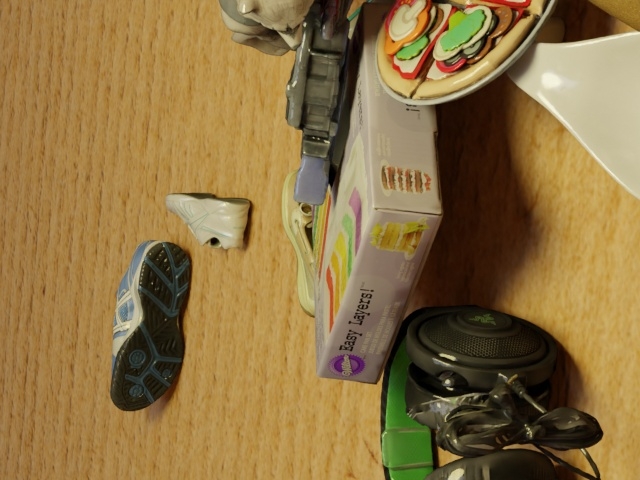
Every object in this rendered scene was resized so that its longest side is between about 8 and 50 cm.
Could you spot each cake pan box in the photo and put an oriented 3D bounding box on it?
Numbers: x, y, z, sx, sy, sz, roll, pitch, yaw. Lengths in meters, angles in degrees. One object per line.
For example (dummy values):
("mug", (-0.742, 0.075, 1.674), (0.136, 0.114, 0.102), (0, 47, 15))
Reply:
("cake pan box", (0.046, -0.046, 1.698), (0.245, 0.070, 0.266), (111, 163, -49))

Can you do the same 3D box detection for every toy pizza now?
("toy pizza", (0.119, -0.202, 1.575), (0.201, 0.032, 0.201), (-29, 41, 29))

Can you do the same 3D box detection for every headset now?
("headset", (0.115, 0.171, 1.579), (0.394, 0.185, 0.243), (157, 109, -69))

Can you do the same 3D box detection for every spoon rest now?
("spoon rest", (0.232, -0.116, 1.485), (0.276, 0.084, 0.137), (36, 120, 54))

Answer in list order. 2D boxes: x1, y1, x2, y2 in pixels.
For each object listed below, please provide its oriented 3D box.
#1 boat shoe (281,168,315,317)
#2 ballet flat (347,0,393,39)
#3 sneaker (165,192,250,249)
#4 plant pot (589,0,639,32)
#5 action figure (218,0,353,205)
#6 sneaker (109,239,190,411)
("boat shoe", (-0.001, 0.001, 1.899), (0.048, 0.056, 0.153), (-15, 79, 48))
("ballet flat", (0.088, -0.219, 1.742), (0.248, 0.086, 0.086), (-48, 50, 49))
("sneaker", (-0.132, -0.023, 2.112), (0.152, 0.054, 0.061), (13, 104, 57))
("plant pot", (0.227, -0.276, 1.389), (0.254, 0.237, 0.237), (57, 137, 23))
("action figure", (-0.054, -0.213, 1.693), (0.330, 0.179, 0.341), (-130, 46, -79))
("sneaker", (-0.205, 0.099, 2.221), (0.081, 0.080, 0.211), (27, 103, 63))
